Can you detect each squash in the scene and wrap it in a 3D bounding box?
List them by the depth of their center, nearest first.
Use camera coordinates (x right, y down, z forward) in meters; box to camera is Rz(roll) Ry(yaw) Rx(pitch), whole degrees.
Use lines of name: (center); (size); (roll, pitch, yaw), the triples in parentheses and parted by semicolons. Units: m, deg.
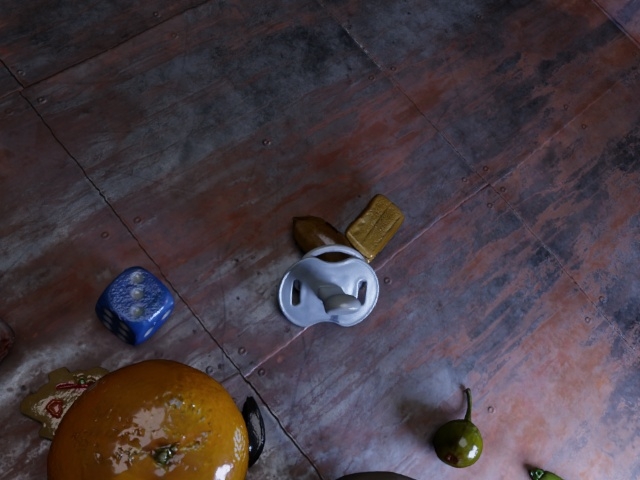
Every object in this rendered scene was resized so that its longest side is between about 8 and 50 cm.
squash: (0.660, 0.681, 1.797); (0.258, 0.069, 0.069); (34, 62, 1)

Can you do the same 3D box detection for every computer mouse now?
computer mouse: (-0.161, 0.461, 1.654); (0.057, 0.099, 0.172); (7, 63, -14)

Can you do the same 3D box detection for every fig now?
fig: (0.371, 0.488, 1.801); (0.124, 0.124, 0.236); (30, 39, -1)

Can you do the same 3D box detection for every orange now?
orange: (-0.355, 0.457, 1.465); (0.424, 0.326, 0.424); (10, 64, -20)

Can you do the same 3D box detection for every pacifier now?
pacifier: (0.034, 0.137, 1.784); (0.279, 0.207, 0.227); (1, 110, -15)

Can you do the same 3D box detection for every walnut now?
walnut: (0.000, 0.000, 1.905); (0.207, 0.116, 0.116); (37, 62, 11)

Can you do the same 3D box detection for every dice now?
dice: (-0.453, 0.161, 1.684); (0.146, 0.143, 0.146); (39, 59, 5)

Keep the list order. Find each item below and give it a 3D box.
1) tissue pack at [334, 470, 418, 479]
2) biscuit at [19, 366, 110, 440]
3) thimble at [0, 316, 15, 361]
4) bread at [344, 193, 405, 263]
tissue pack: (0.106, 0.711, 1.517); (0.276, 0.267, 0.387); (18, 64, -11)
biscuit: (-0.570, 0.407, 1.598); (0.212, 0.041, 0.239); (-22, 73, -25)
thimble: (-0.819, 0.233, 1.507); (0.162, 0.239, 0.239); (46, 63, 7)
bread: (0.151, -0.035, 1.974); (0.116, 0.077, 0.200); (39, 61, 5)
